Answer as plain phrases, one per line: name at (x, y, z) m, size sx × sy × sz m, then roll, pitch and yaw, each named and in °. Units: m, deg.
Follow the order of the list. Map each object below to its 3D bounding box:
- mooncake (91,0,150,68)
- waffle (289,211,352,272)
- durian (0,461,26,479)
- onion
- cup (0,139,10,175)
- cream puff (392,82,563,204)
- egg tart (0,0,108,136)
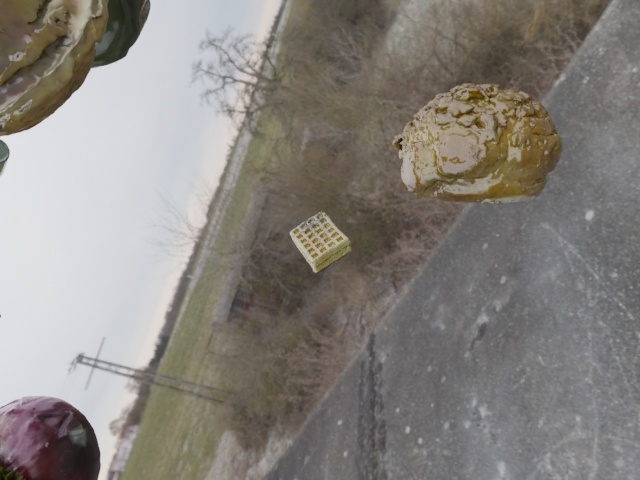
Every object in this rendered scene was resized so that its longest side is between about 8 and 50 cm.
mooncake at (-0.507, -0.513, 0.989) m, size 0.351 × 0.351 × 0.187 m, roll 117°, pitch 163°, yaw -46°
waffle at (-0.001, 0.000, 1.136) m, size 0.102 × 0.042 × 0.148 m, roll -34°, pitch 38°, yaw -3°
durian at (-0.492, 0.472, 0.623) m, size 0.163 × 0.198 × 0.394 m, roll 62°, pitch -135°, yaw -69°
onion at (-0.442, 0.350, 0.802) m, size 0.200 × 0.201 × 0.207 m, roll 120°, pitch 142°, yaw -54°
cup at (-0.577, -0.136, 0.874) m, size 0.083 × 0.054 × 0.075 m, roll -19°, pitch 21°, yaw 49°
cream puff at (0.139, -0.086, 0.451) m, size 0.144 × 0.126 × 0.103 m, roll 16°, pitch 112°, yaw 52°
egg tart at (-0.411, -0.258, 0.572) m, size 0.150 × 0.352 × 0.352 m, roll 63°, pitch -143°, yaw -63°
